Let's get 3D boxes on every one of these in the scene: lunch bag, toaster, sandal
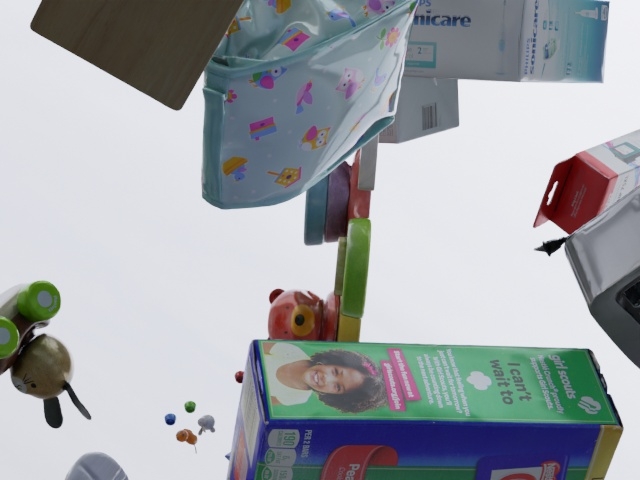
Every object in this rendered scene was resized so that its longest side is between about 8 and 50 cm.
[{"bbox_3d":[-0.035,-0.174,1.757,0.160,0.262,0.223,39,-34,23],"label":"lunch bag"},{"bbox_3d":[0.322,0.032,1.459,0.168,0.185,0.110,43,21,-27],"label":"toaster"},{"bbox_3d":[-0.250,0.357,1.898,0.076,0.102,0.265,10,-47,42],"label":"sandal"}]

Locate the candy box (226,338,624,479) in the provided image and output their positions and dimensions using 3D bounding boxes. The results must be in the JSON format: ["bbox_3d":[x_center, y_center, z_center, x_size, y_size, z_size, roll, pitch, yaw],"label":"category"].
[{"bbox_3d":[0.081,0.224,1.474,0.317,0.122,0.268,1,-52,-12],"label":"candy box"}]

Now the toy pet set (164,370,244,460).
[{"bbox_3d":[-0.107,0.236,1.942,0.114,0.122,0.065,47,21,-27],"label":"toy pet set"}]

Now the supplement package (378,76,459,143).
[{"bbox_3d":[0.044,-0.254,2.410,0.262,0.198,0.199,4,12,31],"label":"supplement package"}]

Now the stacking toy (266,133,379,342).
[{"bbox_3d":[0.000,0.000,2.189,0.130,0.309,0.279,4,-20,0],"label":"stacking toy"}]

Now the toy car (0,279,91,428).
[{"bbox_3d":[-0.369,0.162,2.043,0.155,0.149,0.188,-16,-67,51],"label":"toy car"}]

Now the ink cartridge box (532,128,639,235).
[{"bbox_3d":[0.448,-0.081,2.562,0.078,0.231,0.134,40,-47,31],"label":"ink cartridge box"}]

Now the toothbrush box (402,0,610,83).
[{"bbox_3d":[0.248,-0.285,2.273,0.216,0.126,0.295,7,7,30],"label":"toothbrush box"}]

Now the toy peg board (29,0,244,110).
[{"bbox_3d":[-0.158,-0.234,1.506,0.160,0.079,0.161,29,-56,-9],"label":"toy peg board"}]
